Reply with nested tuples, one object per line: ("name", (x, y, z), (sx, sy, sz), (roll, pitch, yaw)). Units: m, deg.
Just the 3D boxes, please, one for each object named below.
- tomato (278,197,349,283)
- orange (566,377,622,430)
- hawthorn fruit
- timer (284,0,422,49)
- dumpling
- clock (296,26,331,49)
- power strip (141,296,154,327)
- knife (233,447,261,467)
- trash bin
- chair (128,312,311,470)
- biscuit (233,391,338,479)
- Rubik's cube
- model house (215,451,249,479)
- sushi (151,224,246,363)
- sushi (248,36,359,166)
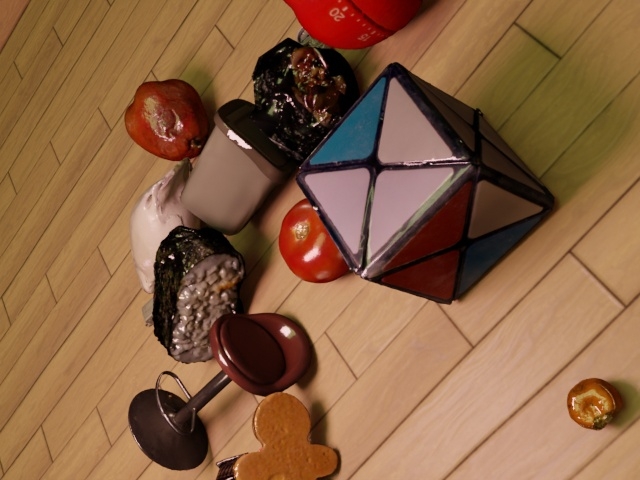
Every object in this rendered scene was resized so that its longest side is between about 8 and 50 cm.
("tomato", (0.000, 0.000, 1.678), (0.195, 0.136, 0.195), (-17, 64, 38))
("orange", (0.446, 0.265, 1.256), (0.086, 0.062, 0.086), (-3, 84, 27))
("hawthorn fruit", (-0.403, -0.313, 2.083), (0.224, 0.224, 0.261), (-50, 63, 19))
("timer", (0.059, -0.604, 1.638), (0.279, 0.378, 0.377), (-29, 60, 32))
("dumpling", (-0.389, -0.046, 1.991), (0.182, 0.260, 0.341), (-4, 117, 16))
("clock", (-0.022, -0.486, 1.906), (0.087, 0.041, 0.129), (-51, 45, 13))
("power strip", (-0.366, 0.133, 2.002), (0.272, 0.078, 0.052), (-43, 52, 25))
("knife", (-0.130, 0.450, 1.655), (0.078, 0.166, 0.022), (-32, 89, 33))
("trash bin", (-0.198, -0.166, 1.836), (0.219, 0.220, 0.250), (37, 116, 1))
("chair", (-0.227, 0.320, 1.726), (0.401, 0.227, 0.226), (-43, 53, 23))
("biscuit", (-0.069, 0.484, 1.576), (0.047, 0.216, 0.339), (128, 132, -66))
("Rubik's cube", (0.183, -0.097, 1.426), (0.305, 0.307, 0.310), (-48, 50, 24))
("model house", (-0.134, 0.545, 1.667), (0.203, 0.141, 0.164), (-13, 46, 17))
("sushi", (-0.296, 0.124, 1.826), (0.171, 0.211, 0.350), (43, 136, 42))
("sushi", (-0.016, -0.328, 1.766), (0.213, 0.215, 0.227), (-25, 41, 29))
